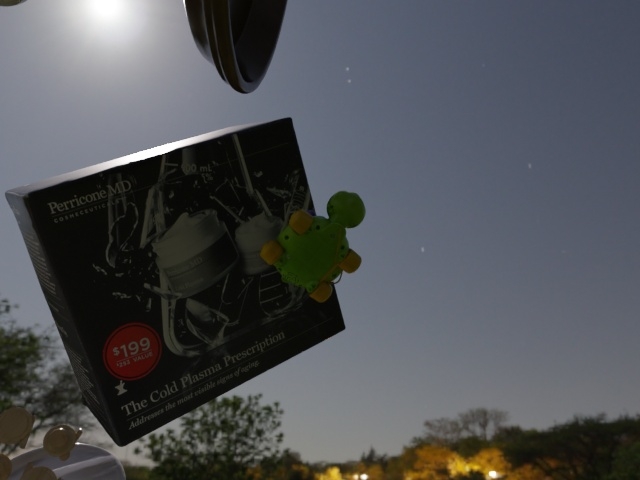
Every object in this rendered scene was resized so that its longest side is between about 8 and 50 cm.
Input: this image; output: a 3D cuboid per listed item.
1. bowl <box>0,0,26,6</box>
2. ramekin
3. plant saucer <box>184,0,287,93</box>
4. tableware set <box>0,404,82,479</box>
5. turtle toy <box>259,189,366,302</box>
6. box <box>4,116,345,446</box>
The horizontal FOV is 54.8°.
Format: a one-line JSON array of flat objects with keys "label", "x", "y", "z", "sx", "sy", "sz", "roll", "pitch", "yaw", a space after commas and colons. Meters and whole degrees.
[{"label": "bowl", "x": -0.611, "y": -0.504, "z": 1.181, "sx": 0.170, "sy": 0.080, "sz": 0.170, "roll": -18, "pitch": -22, "yaw": -7}, {"label": "ramekin", "x": -0.510, "y": 0.523, "z": 1.182, "sx": 0.272, "sy": 0.127, "sz": 0.273, "roll": 4, "pitch": 20, "yaw": -1}, {"label": "plant saucer", "x": -0.052, "y": -0.255, "z": 0.472, "sx": 0.041, "sy": 0.278, "sz": 0.278, "roll": 11, "pitch": -23, "yaw": 3}, {"label": "tableware set", "x": -0.505, "y": 0.369, "z": 1.060, "sx": 0.168, "sy": 0.141, "sz": 0.020, "roll": 19, "pitch": -32, "yaw": 4}, {"label": "turtle toy", "x": 0.000, "y": 0.000, "z": 0.689, "sx": 0.095, "sy": 0.066, "sz": 0.130, "roll": 40, "pitch": -72, "yaw": -13}, {"label": "box", "x": -0.180, "y": 0.033, "z": 0.823, "sx": 0.343, "sy": 0.313, "sz": 0.179, "roll": -24, "pitch": 16, "yaw": -29}]
